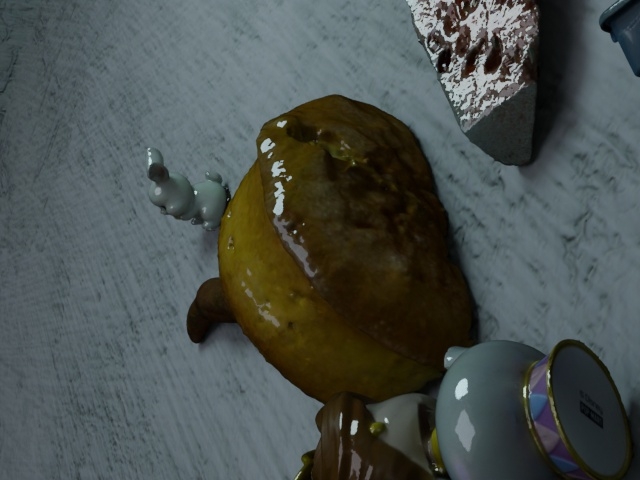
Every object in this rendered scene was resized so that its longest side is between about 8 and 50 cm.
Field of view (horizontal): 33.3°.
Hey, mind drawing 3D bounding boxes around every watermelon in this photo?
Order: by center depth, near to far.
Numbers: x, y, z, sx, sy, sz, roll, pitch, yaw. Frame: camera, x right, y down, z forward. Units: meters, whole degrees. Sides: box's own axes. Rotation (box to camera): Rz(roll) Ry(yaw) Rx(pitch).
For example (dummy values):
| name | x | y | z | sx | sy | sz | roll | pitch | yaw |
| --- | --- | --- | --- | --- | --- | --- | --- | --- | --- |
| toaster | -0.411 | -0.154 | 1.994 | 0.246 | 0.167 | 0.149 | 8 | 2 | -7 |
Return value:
| name | x | y | z | sx | sy | sz | roll | pitch | yaw |
| --- | --- | --- | --- | --- | --- | --- | --- | --- | --- |
| watermelon | 0.151 | -0.182 | 0.927 | 0.154 | 0.094 | 0.241 | -26 | 58 | 43 |

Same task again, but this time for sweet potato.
| name | x | y | z | sx | sy | sz | roll | pitch | yaw |
| --- | --- | --- | --- | --- | --- | --- | --- | --- | --- |
| sweet potato | -0.118 | 0.082 | 1.318 | 0.255 | 0.058 | 0.078 | -17 | 85 | 62 |

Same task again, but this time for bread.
| name | x | y | z | sx | sy | sz | roll | pitch | yaw |
| --- | --- | --- | --- | --- | --- | --- | --- | --- | --- |
| bread | 0.000 | 0.000 | 1.010 | 0.194 | 0.179 | 0.340 | -53 | 37 | 39 |

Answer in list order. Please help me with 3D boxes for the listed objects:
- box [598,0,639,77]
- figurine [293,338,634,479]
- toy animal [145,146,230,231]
| name | x | y | z | sx | sy | sz | roll | pitch | yaw |
| --- | --- | --- | --- | --- | --- | --- | --- | --- | --- |
| box | 0.252 | -0.153 | 0.736 | 0.099 | 0.074 | 0.054 | -40 | 60 | 48 |
| figurine | 0.089 | 0.163 | 0.794 | 0.263 | 0.142 | 0.189 | -28 | 33 | 35 |
| toy animal | -0.184 | -0.061 | 1.419 | 0.085 | 0.124 | 0.071 | -67 | 26 | 16 |
